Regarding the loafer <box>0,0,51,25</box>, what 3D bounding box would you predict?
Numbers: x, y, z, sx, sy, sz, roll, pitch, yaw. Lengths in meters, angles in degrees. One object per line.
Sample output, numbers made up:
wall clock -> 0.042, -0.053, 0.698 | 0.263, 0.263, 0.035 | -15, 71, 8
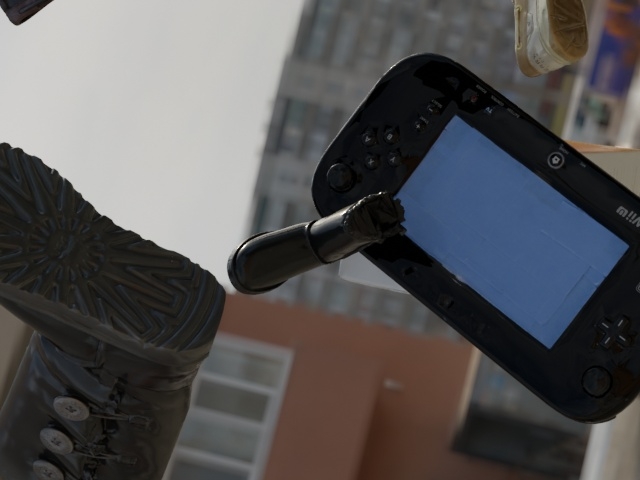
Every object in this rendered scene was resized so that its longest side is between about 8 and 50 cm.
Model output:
loafer -> -0.216, -0.312, 2.112 | 0.109, 0.302, 0.095 | -27, -77, -73

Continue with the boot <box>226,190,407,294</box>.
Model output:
boot -> 0.000, 0.001, 1.485 | 0.121, 0.099, 0.045 | -19, -92, -41

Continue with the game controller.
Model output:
game controller -> 0.144, -0.006, 1.516 | 0.166, 0.319, 0.067 | -56, -21, 14

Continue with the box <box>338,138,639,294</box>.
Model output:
box -> 0.193, -0.030, 2.106 | 0.345, 0.215, 0.168 | -7, -74, -66

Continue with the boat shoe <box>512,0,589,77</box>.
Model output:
boat shoe -> 0.179, -0.203, 1.587 | 0.059, 0.063, 0.170 | -33, 36, 38

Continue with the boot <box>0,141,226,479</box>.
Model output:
boot -> -0.301, 0.115, 2.105 | 0.146, 0.367, 0.445 | -53, -7, -31
